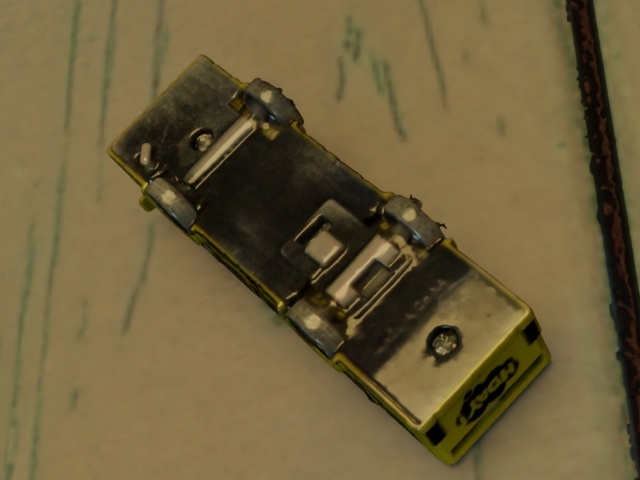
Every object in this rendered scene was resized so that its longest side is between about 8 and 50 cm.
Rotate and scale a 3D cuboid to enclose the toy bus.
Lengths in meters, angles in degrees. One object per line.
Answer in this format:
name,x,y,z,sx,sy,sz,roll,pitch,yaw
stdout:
toy bus,0.000,0.000,0.640,0.081,0.074,0.226,-48,55,-6
